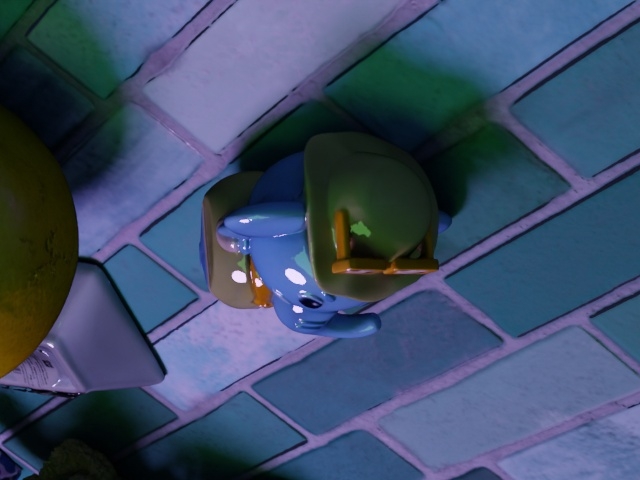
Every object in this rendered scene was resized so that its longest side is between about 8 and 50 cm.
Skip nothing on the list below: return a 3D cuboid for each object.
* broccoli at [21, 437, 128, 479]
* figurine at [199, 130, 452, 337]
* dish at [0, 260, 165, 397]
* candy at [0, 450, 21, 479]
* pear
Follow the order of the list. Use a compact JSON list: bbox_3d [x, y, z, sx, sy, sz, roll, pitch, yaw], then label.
[{"bbox_3d":[-0.322,0.301,1.888,0.254,0.186,0.302,16,161,35],"label":"broccoli"},{"bbox_3d":[-0.001,-0.004,1.370,0.180,0.153,0.262,28,163,-14],"label":"figurine"},{"bbox_3d":[-0.305,0.103,1.736,0.243,0.080,0.182,3,137,30],"label":"dish"},{"bbox_3d":[-0.451,0.311,2.079,0.073,0.092,0.160,44,140,-18],"label":"candy"},{"bbox_3d":[-0.360,0.007,1.493,0.285,0.285,0.336,31,146,-3],"label":"pear"}]
